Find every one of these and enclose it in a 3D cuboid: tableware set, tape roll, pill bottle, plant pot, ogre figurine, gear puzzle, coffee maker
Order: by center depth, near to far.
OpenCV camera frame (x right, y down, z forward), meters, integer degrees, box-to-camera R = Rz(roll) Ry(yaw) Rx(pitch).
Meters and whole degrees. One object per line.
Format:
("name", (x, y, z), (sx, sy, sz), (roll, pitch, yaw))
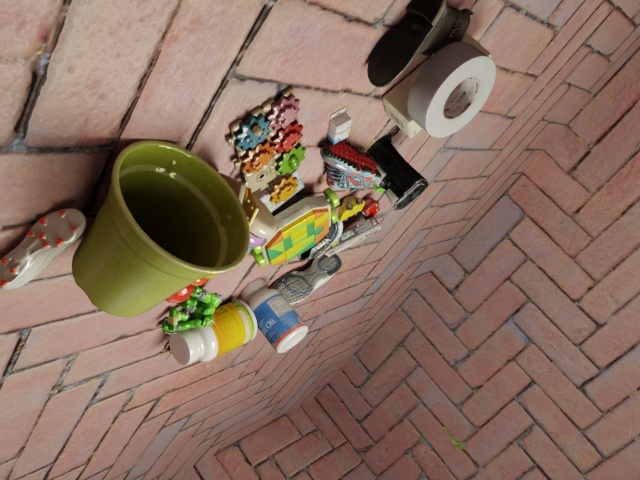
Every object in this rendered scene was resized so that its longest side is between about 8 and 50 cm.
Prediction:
("plant pot", (-0.313, 0.004, 1.120), (0.254, 0.276, 0.276), (-39, 164, 31))
("gear puzzle", (-0.101, -0.173, 1.360), (0.175, 0.044, 0.339), (-36, 154, -15))
("tape roll", (0.310, -0.354, 1.448), (0.219, 0.072, 0.219), (-29, 147, -21))
("ogre figurine", (-0.343, 0.188, 1.667), (0.118, 0.097, 0.197), (6, 117, -41))
("coffee maker", (0.218, -0.203, 1.737), (0.120, 0.178, 0.171), (-16, 149, -52))
("pill bottle", (-0.320, 0.277, 1.820), (0.245, 0.136, 0.136), (-20, 152, -46))
("tableware set", (-0.405, 0.322, 1.906), (0.128, 0.039, 0.194), (-46, 160, 15))
("pill bottle", (-0.150, 0.231, 1.911), (0.124, 0.221, 0.124), (-36, 159, -16))

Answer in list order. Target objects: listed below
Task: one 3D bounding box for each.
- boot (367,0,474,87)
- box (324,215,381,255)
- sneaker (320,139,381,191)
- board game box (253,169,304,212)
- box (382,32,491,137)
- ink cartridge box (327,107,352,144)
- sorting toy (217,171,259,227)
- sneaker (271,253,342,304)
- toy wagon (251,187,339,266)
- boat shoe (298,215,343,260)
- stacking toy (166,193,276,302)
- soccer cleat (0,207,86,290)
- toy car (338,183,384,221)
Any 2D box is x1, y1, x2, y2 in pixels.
("boot", (0.240, -0.441, 1.402), (0.263, 0.091, 0.229), (-50, 158, 19))
("box", (0.103, -0.012, 2.049), (0.207, 0.036, 0.114), (-27, 168, 4))
("sneaker", (0.062, -0.179, 1.611), (0.125, 0.104, 0.262), (-37, 155, 20))
("board game box", (-0.115, -0.116, 1.528), (0.154, 0.026, 0.103), (-38, 160, -7))
("box", (0.297, -0.400, 1.568), (0.275, 0.113, 0.094), (-39, 160, -2))
("ink cartridge box", (0.047, -0.277, 1.483), (0.048, 0.028, 0.083), (-33, 159, -22))
("sorting toy", (-0.182, -0.061, 1.266), (0.046, 0.274, 0.132), (7, 102, -34))
("sneaker", (-0.054, 0.151, 2.105), (0.297, 0.111, 0.129), (-28, 163, -29))
("toy wagon", (-0.069, -0.016, 1.727), (0.267, 0.068, 0.344), (-31, 163, -10))
("boat shoe", (0.000, 0.000, 1.930), (0.083, 0.065, 0.183), (-22, 154, -48))
("stacking toy", (-0.264, 0.027, 1.436), (0.330, 0.141, 0.141), (-40, 162, 15))
("soccer cleat", (-0.487, 0.013, 1.069), (0.196, 0.068, 0.076), (-40, 176, 0))
("toy car", (0.162, -0.154, 1.926), (0.225, 0.053, 0.239), (-50, 159, 23))
